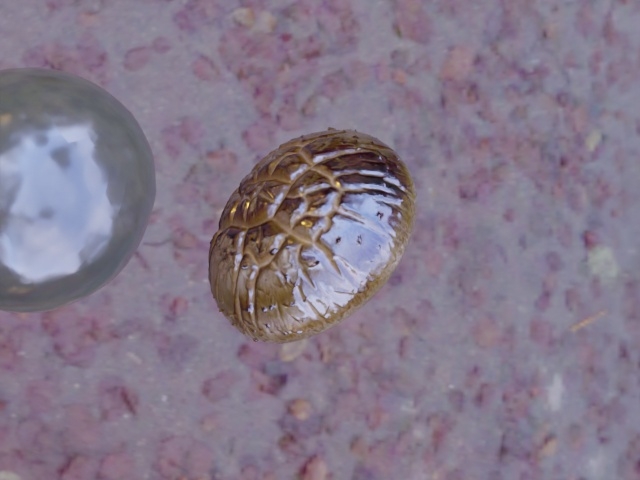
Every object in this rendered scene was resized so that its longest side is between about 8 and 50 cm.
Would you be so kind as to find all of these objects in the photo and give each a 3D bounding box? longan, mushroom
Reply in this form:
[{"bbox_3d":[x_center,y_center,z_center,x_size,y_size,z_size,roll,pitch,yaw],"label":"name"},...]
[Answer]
[{"bbox_3d":[-0.278,-0.046,1.156,0.248,0.248,0.248,1,88,-37],"label":"longan"},{"bbox_3d":[-0.007,-0.004,0.630,0.085,0.109,0.126,25,42,-19],"label":"mushroom"}]
